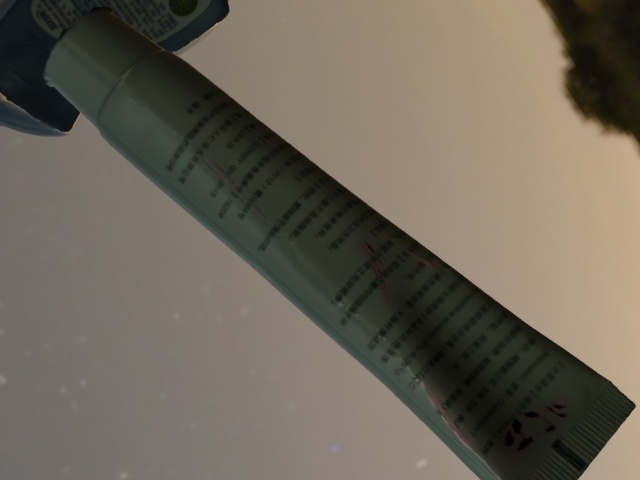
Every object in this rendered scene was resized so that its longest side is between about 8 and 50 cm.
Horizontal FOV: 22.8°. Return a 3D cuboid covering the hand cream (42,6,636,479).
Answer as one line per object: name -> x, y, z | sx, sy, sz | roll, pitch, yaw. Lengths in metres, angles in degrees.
hand cream -> 0.000, 0.000, 0.768 | 0.331, 0.085, 0.058 | 38, 149, 16

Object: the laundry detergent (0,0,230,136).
laundry detergent -> -0.230, -0.180, 1.424 | 0.143, 0.290, 0.094 | 55, 180, -19
